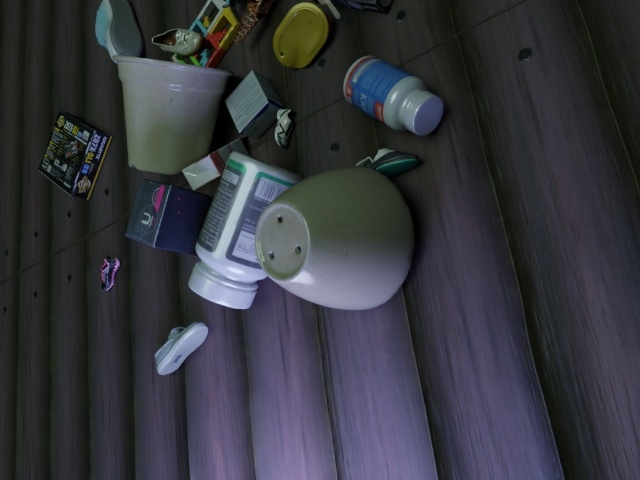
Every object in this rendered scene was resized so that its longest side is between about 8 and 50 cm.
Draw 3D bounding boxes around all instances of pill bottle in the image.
[{"bbox_3d":[-0.193,-0.026,1.554,0.204,0.204,0.361,28,98,40],"label":"pill bottle"},{"bbox_3d":[0.163,-0.320,1.375,0.221,0.124,0.124,40,106,39],"label":"pill bottle"}]

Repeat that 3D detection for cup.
[{"bbox_3d":[0.000,0.000,1.328,0.331,0.237,0.331,3,95,43],"label":"cup"}]

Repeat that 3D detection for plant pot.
[{"bbox_3d":[-0.431,-0.352,1.767,0.334,0.334,0.305,19,106,40],"label":"plant pot"}]

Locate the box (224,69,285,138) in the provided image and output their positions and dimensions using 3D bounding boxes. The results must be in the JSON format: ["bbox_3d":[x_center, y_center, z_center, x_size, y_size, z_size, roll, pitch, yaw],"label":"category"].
[{"bbox_3d":[-0.183,-0.375,1.708,0.126,0.072,0.137,-41,57,25],"label":"box"}]

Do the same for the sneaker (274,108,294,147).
[{"bbox_3d":[-0.094,-0.301,1.640,0.043,0.040,0.109,-2,82,32],"label":"sneaker"}]

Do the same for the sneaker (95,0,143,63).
[{"bbox_3d":[-0.737,-0.729,2.219,0.150,0.135,0.366,-42,48,34],"label":"sneaker"}]

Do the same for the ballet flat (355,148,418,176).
[{"bbox_3d":[0.130,-0.169,1.408,0.203,0.074,0.074,-27,64,35],"label":"ballet flat"}]

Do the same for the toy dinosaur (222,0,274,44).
[{"bbox_3d":[-0.198,-0.732,1.756,0.218,0.164,0.322,17,71,22],"label":"toy dinosaur"}]

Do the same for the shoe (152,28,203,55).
[{"bbox_3d":[-0.456,-0.632,1.957,0.219,0.058,0.076,13,90,41],"label":"shoe"}]

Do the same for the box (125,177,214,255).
[{"bbox_3d":[-0.352,-0.051,1.648,0.143,0.270,0.165,16,91,41],"label":"box"}]

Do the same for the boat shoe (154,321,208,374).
[{"bbox_3d":[-0.405,0.289,1.743,0.227,0.079,0.081,-47,59,26],"label":"boat shoe"}]

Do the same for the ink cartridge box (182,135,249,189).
[{"bbox_3d":[-0.276,-0.219,1.713,0.115,0.198,0.067,-21,104,35],"label":"ink cartridge box"}]

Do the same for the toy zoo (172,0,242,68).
[{"bbox_3d":[-0.348,-0.638,1.928,0.293,0.030,0.192,-49,54,21],"label":"toy zoo"}]

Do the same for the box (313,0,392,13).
[{"bbox_3d":[0.096,-0.703,1.557,0.270,0.060,0.216,27,98,40],"label":"box"}]

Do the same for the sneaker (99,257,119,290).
[{"bbox_3d":[-0.717,0.111,2.056,0.047,0.057,0.119,24,98,38],"label":"sneaker"}]

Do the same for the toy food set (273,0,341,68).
[{"bbox_3d":[-0.030,-0.558,1.629,0.128,0.071,0.218,45,120,1],"label":"toy food set"}]

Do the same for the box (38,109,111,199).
[{"bbox_3d":[-0.930,-0.326,2.314,0.322,0.079,0.257,28,97,40],"label":"box"}]
